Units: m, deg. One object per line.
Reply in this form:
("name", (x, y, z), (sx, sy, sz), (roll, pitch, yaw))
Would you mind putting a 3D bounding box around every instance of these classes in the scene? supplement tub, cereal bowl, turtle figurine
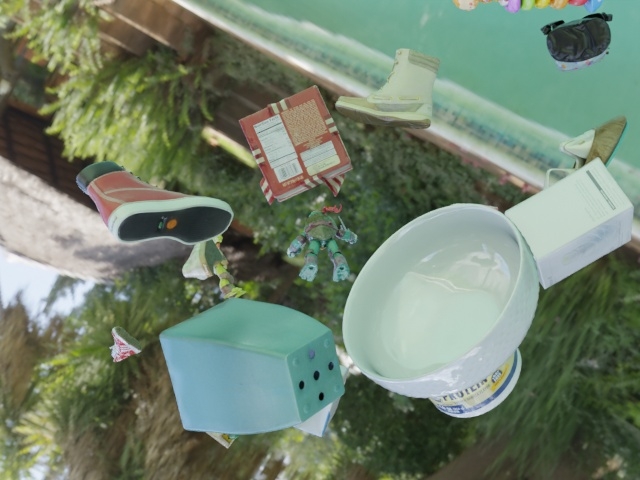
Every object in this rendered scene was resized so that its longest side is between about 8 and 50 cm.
("supplement tub", (0.262, 0.208, 1.741), (0.316, 0.228, 0.228), (47, 178, -29))
("cereal bowl", (0.209, 0.113, 1.328), (0.141, 0.339, 0.339), (44, 178, -34))
("turtle figurine", (-0.300, 0.065, 2.379), (0.217, 0.087, 0.269), (64, 168, 14))
("turtle figurine", (0.000, 0.000, 1.958), (0.234, 0.175, 0.118), (-98, -6, -51))

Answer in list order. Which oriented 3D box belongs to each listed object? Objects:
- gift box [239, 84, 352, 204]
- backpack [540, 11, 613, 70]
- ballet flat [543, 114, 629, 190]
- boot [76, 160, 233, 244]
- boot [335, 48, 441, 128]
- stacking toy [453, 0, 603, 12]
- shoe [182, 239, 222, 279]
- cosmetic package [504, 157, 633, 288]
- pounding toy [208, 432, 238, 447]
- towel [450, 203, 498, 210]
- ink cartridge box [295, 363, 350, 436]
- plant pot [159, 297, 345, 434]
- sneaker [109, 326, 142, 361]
("gift box", (-0.062, -0.227, 2.140), (0.258, 0.255, 0.276), (-54, -55, -87))
("backpack", (0.577, -0.442, 1.829), (0.152, 0.115, 0.182), (-5, -172, 15))
("ballet flat", (0.607, -0.159, 1.929), (0.124, 0.342, 0.116), (24, -173, 0))
("boot", (-0.277, -0.075, 1.366), (0.244, 0.088, 0.176), (0, -144, -46))
("boot", (0.148, -0.338, 1.775), (0.213, 0.165, 0.077), (10, 173, 12))
("stacking toy", (0.424, -0.539, 1.687), (0.175, 0.301, 0.166), (69, -173, -58))
("shoe", (-0.264, 0.037, 1.804), (0.219, 0.058, 0.077), (-94, -22, -78))
("cosmetic package", (0.537, -0.029, 1.748), (0.138, 0.224, 0.224), (64, -171, 25))
("pounding toy", (-0.220, 0.397, 1.989), (0.094, 0.181, 0.206), (32, 163, 19))
("towel", (0.380, -0.007, 2.149), (0.144, 0.197, 0.029), (7, 158, 44))
("ink cartridge box", (0.005, 0.302, 1.601), (0.061, 0.104, 0.181), (18, -172, 9))
("plant pot", (-0.090, 0.194, 1.230), (0.234, 0.166, 0.165), (-1, -164, 41))
("sneaker", (-0.468, 0.243, 1.879), (0.042, 0.067, 0.118), (64, -178, 34))
